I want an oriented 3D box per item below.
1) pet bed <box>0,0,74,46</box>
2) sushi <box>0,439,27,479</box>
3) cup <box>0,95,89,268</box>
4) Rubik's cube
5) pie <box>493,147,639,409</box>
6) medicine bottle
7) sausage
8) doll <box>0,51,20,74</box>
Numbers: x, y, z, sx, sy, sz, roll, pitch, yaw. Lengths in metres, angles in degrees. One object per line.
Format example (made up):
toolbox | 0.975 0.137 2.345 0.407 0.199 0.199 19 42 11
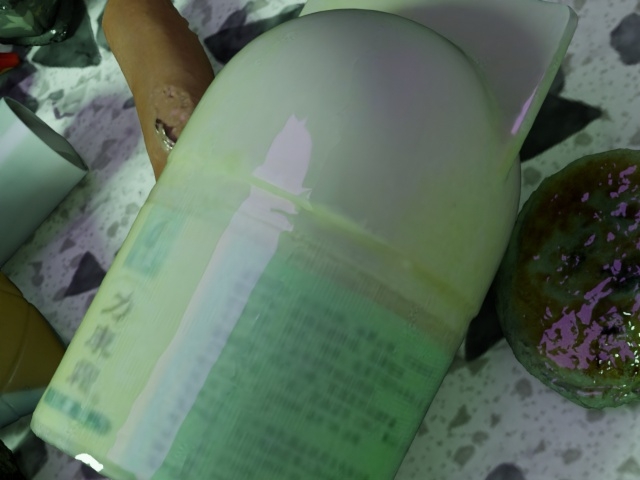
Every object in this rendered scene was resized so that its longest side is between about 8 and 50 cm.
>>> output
pet bed | -0.301 -0.296 1.474 0.183 0.159 0.211 16 76 11
sushi | -0.321 0.236 1.209 0.225 0.136 0.126 -27 76 18
cup | -0.283 -0.053 1.370 0.133 0.099 0.136 -48 24 4
Rubik's cube | -0.319 0.114 1.284 0.254 0.254 0.254 -15 59 27
pie | 0.198 0.021 1.038 0.187 0.041 0.187 -15 59 26
medicine bottle | 0.000 0.000 1.054 0.235 0.235 0.406 20 80 39
sausage | -0.115 -0.083 1.278 0.087 0.079 0.327 -23 56 9
doll | -0.382 -0.160 1.487 0.169 0.109 0.057 -20 59 33
